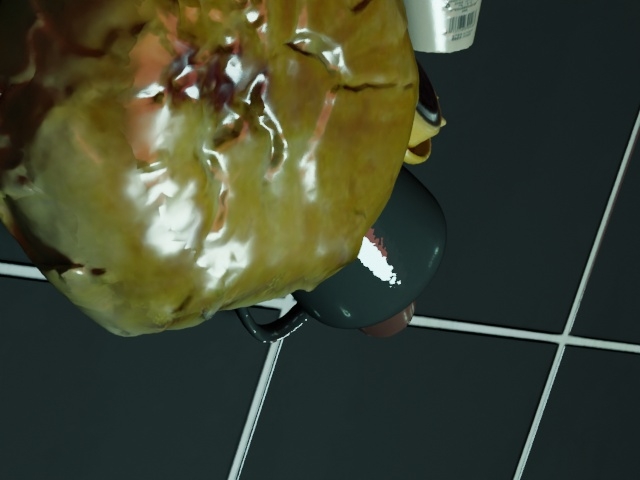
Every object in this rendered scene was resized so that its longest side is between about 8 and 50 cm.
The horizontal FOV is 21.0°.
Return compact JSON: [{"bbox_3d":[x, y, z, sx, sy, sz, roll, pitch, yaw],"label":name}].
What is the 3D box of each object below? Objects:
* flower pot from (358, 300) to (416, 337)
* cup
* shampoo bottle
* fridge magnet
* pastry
[{"bbox_3d":[0.057,0.050,1.786,0.111,0.111,0.089,-54,151,-13],"label":"flower pot"},{"bbox_3d":[0.000,0.000,1.659,0.223,0.169,0.176,-42,131,0],"label":"cup"},{"bbox_3d":[0.119,-0.316,1.687,0.127,0.078,0.256,-17,122,-34],"label":"shampoo bottle"},{"bbox_3d":[0.071,-0.142,1.690,0.063,0.143,0.143,-26,143,22],"label":"fridge magnet"},{"bbox_3d":[-0.106,-0.121,1.424,0.410,0.245,0.409,-17,117,-38],"label":"pastry"}]
